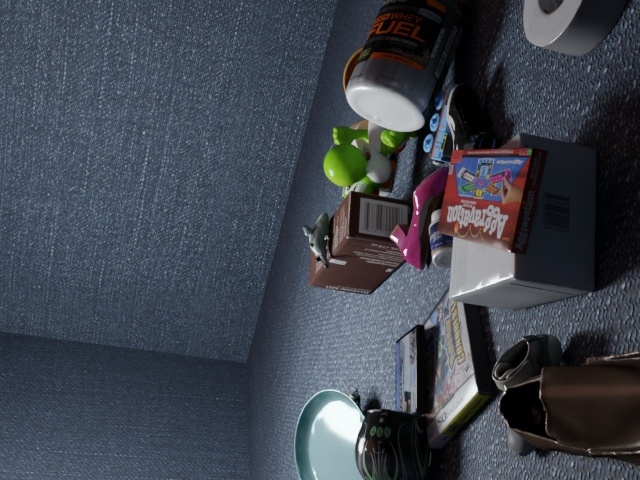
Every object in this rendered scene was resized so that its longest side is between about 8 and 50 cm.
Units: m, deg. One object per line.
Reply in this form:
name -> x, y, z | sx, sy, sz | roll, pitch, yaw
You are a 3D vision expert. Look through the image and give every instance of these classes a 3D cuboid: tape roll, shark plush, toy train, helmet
tape roll -> 0.413, -0.414, 1.192 | 0.219, 0.072, 0.219 | -170, 90, -78
shark plush -> 0.000, 0.000, 1.921 | 0.067, 0.073, 0.161 | -35, 32, 29
toy train -> 0.290, -0.253, 1.628 | 0.105, 0.080, 0.184 | -148, 70, -67
helmet -> 0.149, 0.440, 1.526 | 0.169, 0.170, 0.161 | 130, 150, -67

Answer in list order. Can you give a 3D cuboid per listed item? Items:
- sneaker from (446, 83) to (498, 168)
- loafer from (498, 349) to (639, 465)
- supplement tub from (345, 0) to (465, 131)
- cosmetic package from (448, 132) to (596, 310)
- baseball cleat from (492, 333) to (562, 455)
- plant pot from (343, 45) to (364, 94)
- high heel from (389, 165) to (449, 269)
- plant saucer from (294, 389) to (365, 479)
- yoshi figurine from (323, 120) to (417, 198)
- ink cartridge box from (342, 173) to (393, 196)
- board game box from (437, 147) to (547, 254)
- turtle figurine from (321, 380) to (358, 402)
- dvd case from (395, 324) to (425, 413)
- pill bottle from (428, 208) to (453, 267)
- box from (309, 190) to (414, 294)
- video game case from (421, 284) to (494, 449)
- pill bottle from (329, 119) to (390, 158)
sneaker -> 0.317, -0.226, 1.497 | 0.121, 0.079, 0.216 | 156, 114, -72
loafer -> 0.338, 0.214, 0.915 | 0.366, 0.130, 0.133 | 126, 151, -64
supplement tub -> 0.209, -0.445, 1.730 | 0.207, 0.207, 0.337 | 145, 148, -73
cosmetic package -> 0.316, -0.019, 1.174 | 0.225, 0.138, 0.224 | 143, 135, -70
baseball cleat -> 0.299, 0.235, 1.124 | 0.072, 0.110, 0.205 | -146, 62, -61
plant pot -> 0.173, -0.454, 2.073 | 0.188, 0.205, 0.205 | -69, -8, -73
high heel -> 0.253, -0.050, 1.702 | 0.117, 0.082, 0.244 | 50, 123, 29
plant saucer -> 0.042, 0.557, 1.963 | 0.318, 0.044, 0.317 | -14, 72, 49
yoshi figurine -> 0.129, -0.267, 1.892 | 0.362, 0.203, 0.203 | -65, -6, 4
ink cartridge box -> 0.130, -0.158, 2.195 | 0.209, 0.109, 0.062 | 152, 127, -75
board game box -> 0.251, -0.067, 1.124 | 0.281, 0.027, 0.145 | -153, 72, -77
turtle figurine -> 0.041, 0.523, 2.096 | 0.234, 0.118, 0.175 | -104, 26, -49
dvd case -> 0.197, 0.294, 1.633 | 0.253, 0.022, 0.180 | 104, 168, -74
pill bottle -> 0.265, -0.007, 1.565 | 0.067, 0.067, 0.120 | 114, 161, -50
box -> 0.106, 0.018, 1.980 | 0.381, 0.191, 0.143 | 126, 151, -65
video game case -> 0.259, 0.241, 1.479 | 0.248, 0.035, 0.274 | 113, 162, -48
pill bottle -> 0.125, -0.269, 2.201 | 0.265, 0.153, 0.153 | 150, 129, -74
